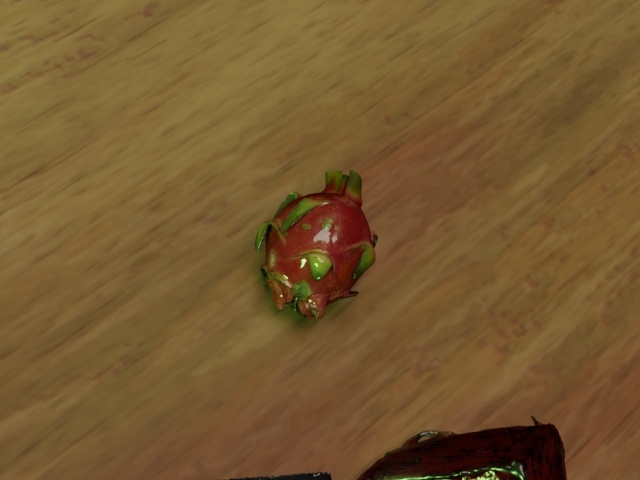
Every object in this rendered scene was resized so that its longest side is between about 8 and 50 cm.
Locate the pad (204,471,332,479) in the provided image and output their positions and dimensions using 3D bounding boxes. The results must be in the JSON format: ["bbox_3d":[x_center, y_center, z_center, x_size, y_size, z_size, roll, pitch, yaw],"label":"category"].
[{"bbox_3d":[-0.050,0.268,0.943,0.164,0.004,0.243,-1,60,-17],"label":"pad"}]

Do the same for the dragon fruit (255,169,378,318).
[{"bbox_3d":[0.002,0.000,1.073,0.086,0.081,0.116,29,56,14],"label":"dragon fruit"}]

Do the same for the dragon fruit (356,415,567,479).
[{"bbox_3d":[0.106,0.209,0.990,0.127,0.121,0.161,-5,85,-65],"label":"dragon fruit"}]
